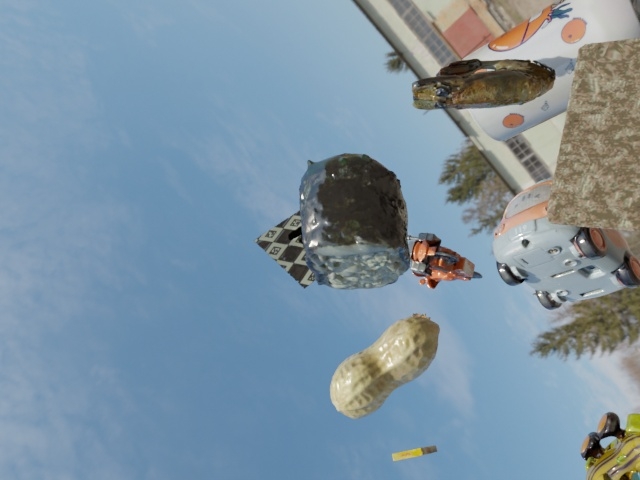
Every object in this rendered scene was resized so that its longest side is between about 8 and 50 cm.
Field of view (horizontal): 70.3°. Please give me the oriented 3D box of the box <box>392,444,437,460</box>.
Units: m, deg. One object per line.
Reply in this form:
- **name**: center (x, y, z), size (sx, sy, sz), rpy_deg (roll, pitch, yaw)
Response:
- **box**: center (0.268, 0.597, 1.278), size (0.155, 0.087, 0.023), rpy_deg (34, -139, -55)

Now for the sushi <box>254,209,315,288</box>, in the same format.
- **sushi**: center (0.000, 0.000, 1.280), size (0.294, 0.292, 0.059), rpy_deg (42, 163, 48)

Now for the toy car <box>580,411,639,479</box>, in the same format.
- **toy car**: center (0.610, 0.448, 0.854), size (0.201, 0.247, 0.142), rpy_deg (23, -136, 25)

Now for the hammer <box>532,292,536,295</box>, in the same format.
- **hammer**: center (0.620, 0.151, 1.213), size (0.029, 0.123, 0.014), rpy_deg (12, -95, -24)

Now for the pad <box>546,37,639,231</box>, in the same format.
- **pad**: center (0.283, -0.073, 0.287), size (0.003, 0.235, 0.158), rpy_deg (30, -107, -51)

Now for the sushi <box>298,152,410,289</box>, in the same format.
- **sushi**: center (0.045, -0.016, 0.558), size (0.225, 0.124, 0.127), rpy_deg (62, -156, -69)

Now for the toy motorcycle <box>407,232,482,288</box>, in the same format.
- **toy motorcycle**: center (0.368, 0.069, 1.444), size (0.326, 0.221, 0.147), rpy_deg (27, -106, -50)

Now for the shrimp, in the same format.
- **shrimp**: center (0.270, -0.276, 0.773), size (0.173, 0.253, 0.058), rpy_deg (-98, 3, -49)

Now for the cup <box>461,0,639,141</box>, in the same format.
- **cup**: center (0.481, -0.365, 0.932), size (0.212, 0.317, 0.212), rpy_deg (15, -114, -37)

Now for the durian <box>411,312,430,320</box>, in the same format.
- **durian**: center (0.333, 0.370, 1.638), size (0.132, 0.165, 0.182), rpy_deg (41, -131, -18)

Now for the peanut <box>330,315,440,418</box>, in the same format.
- **peanut**: center (0.130, 0.265, 0.955), size (0.136, 0.298, 0.120), rpy_deg (17, -148, -56)

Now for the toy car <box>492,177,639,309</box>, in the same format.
- **toy car**: center (0.466, -0.008, 0.875), size (0.271, 0.181, 0.212), rpy_deg (28, -126, -24)
